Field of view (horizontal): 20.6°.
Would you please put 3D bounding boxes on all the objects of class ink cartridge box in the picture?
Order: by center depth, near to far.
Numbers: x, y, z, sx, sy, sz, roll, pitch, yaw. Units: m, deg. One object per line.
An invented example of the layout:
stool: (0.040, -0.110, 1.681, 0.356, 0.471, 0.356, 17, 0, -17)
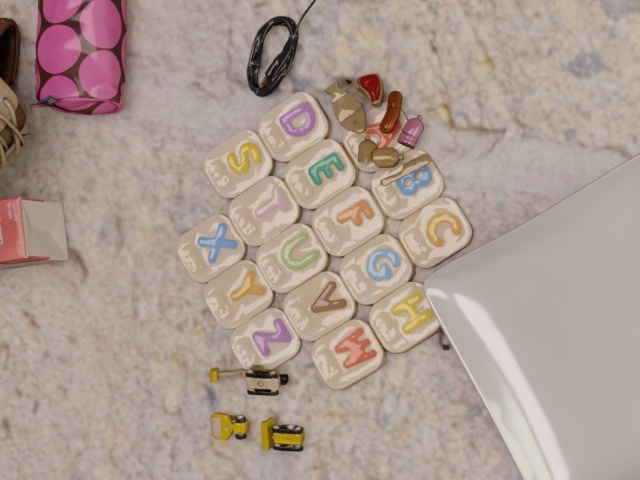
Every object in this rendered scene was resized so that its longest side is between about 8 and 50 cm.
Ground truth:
ink cartridge box: (-0.376, 0.001, 1.826, 0.198, 0.115, 0.067, -8, 86, 13)

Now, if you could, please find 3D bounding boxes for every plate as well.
plate: (0.270, 0.096, 1.659, 0.277, 0.045, 0.278, -32, 82, 28)

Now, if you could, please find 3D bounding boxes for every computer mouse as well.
computer mouse: (0.006, -0.245, 1.785, 0.071, 0.041, 0.242, 45, 105, 21)

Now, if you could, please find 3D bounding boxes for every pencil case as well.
pencil case: (-0.252, -0.236, 1.822, 0.098, 0.095, 0.209, 0, 85, 25)

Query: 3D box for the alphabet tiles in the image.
alphabet tiles: (0.000, 0.000, 1.778, 0.278, 0.021, 0.284, -32, 80, 11)

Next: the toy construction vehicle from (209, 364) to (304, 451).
toy construction vehicle: (-0.063, 0.168, 1.779, 0.098, 0.035, 0.086, 0, 107, 17)

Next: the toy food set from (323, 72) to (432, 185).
toy food set: (0.062, -0.116, 1.755, 0.078, 0.019, 0.122, -27, 72, 5)

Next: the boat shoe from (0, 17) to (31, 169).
boat shoe: (-0.354, -0.123, 1.768, 0.116, 0.123, 0.324, -6, 51, -1)
